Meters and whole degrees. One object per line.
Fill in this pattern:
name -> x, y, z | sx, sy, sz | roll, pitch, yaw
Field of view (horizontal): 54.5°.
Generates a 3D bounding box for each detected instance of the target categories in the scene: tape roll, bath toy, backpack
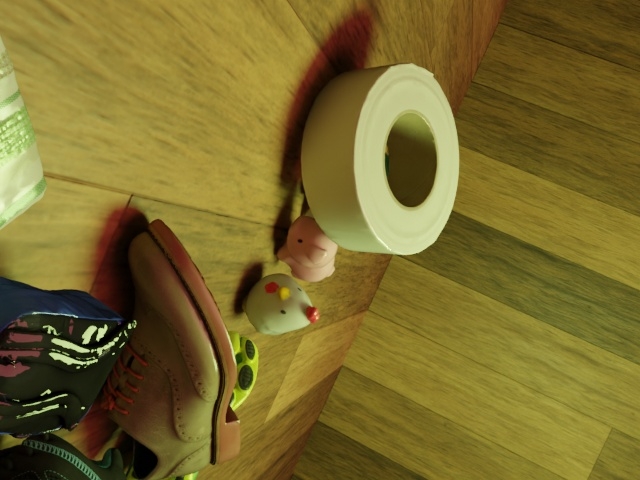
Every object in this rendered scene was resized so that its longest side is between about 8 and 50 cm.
tape roll -> 0.100, -0.122, 0.944 | 0.286, 0.100, 0.286 | -5, 97, -48
bath toy -> 0.000, 0.000, 1.010 | 0.151, 0.129, 0.348 | 51, 58, -37
backpack -> -0.205, 0.073, 0.405 | 0.098, 0.101, 0.120 | -66, 163, -2

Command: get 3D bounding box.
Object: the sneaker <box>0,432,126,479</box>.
sneaker -> -0.260, 0.219, 0.475 | 0.341, 0.125, 0.139 | 55, 16, -61

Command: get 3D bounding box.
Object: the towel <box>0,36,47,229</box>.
towel -> -0.210, -0.054, 0.341 | 0.152, 0.023, 0.113 | 97, 20, -47

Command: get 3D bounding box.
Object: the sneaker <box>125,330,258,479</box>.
sneaker -> -0.187, 0.250, 0.841 | 0.295, 0.109, 0.123 | -61, -169, -28

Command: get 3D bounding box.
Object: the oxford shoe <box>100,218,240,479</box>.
oxford shoe -> -0.165, 0.141, 0.648 | 0.130, 0.123, 0.348 | -21, 129, -25
